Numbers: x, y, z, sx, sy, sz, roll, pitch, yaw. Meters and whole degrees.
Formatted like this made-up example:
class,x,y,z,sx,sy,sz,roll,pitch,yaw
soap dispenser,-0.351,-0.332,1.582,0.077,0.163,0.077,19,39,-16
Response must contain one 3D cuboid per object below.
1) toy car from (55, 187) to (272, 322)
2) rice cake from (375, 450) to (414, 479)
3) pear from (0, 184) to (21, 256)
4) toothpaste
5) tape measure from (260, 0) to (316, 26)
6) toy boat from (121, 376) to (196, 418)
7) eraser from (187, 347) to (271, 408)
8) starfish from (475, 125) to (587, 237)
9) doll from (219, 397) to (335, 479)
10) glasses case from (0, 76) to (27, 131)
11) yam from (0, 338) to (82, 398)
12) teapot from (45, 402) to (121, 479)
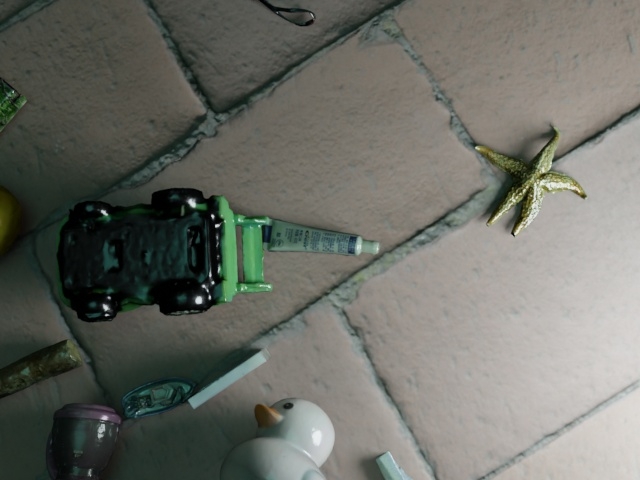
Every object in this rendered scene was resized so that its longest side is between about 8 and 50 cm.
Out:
class,x,y,z,sx,sy,sz,roll,pitch,yaw
toy car,-0.278,0.030,1.533,0.358,0.176,0.213,-7,82,10
rice cake,0.155,0.443,1.488,0.042,0.030,0.180,-33,79,5
pear,-0.626,-0.034,1.585,0.148,0.149,0.162,26,79,9
toothpaste,0.000,0.000,1.576,0.216,0.037,0.062,6,80,11
tape measure,-0.076,-0.493,1.668,0.180,0.104,0.107,47,61,-22
toy boat,-0.287,0.276,1.541,0.140,0.066,0.059,-17,76,1
eraser,-0.157,0.238,1.516,0.150,0.104,0.023,-33,86,-1
starfish,0.371,-0.112,1.560,0.216,0.050,0.223,27,79,17
doll,-0.046,0.383,1.458,0.221,0.221,0.251,-36,102,-1
glasses case,-0.687,-0.198,1.662,0.095,0.062,0.272,38,85,16
yam,-0.564,0.253,1.575,0.274,0.061,0.061,-23,79,2
teapot,-0.425,0.360,1.506,0.148,0.116,0.146,-1,69,11
